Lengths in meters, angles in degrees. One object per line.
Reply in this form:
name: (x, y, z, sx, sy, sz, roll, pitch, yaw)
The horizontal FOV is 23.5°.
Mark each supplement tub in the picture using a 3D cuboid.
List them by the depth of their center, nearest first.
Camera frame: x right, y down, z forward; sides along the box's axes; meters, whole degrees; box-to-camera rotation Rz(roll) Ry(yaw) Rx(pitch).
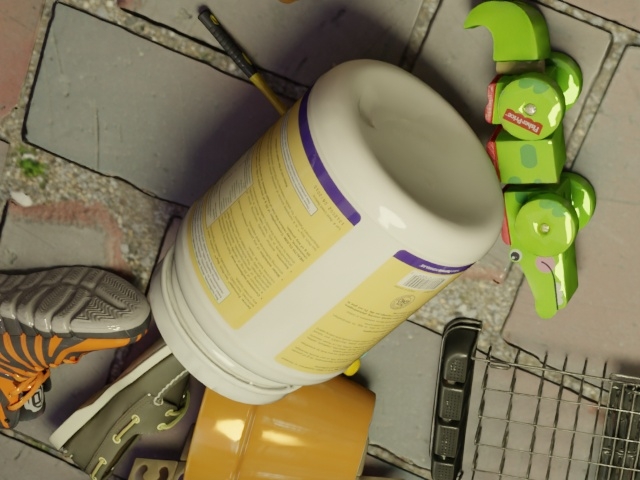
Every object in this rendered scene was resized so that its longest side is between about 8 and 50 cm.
supplement tub: (0.000, 0.000, 1.584, 0.241, 0.241, 0.331, 44, 124, -6)

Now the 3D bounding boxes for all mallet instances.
mallet: (-0.071, -0.172, 1.670, 0.039, 0.062, 0.189, -40, 98, 25)

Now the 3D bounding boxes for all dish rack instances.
dish rack: (0.259, 0.214, 1.749, 0.272, 0.074, 0.208, 9, 117, 10)

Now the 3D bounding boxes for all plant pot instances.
plant pot: (-0.042, 0.211, 1.767, 0.188, 0.205, 0.205, 15, 118, 0)

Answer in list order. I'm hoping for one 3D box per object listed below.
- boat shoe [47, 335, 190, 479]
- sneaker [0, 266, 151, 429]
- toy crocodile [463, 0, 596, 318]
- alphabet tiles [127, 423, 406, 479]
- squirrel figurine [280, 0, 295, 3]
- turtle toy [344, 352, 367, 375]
boat shoe: (-0.209, 0.191, 1.851, 0.091, 0.109, 0.305, 49, 124, -2)
sneaker: (-0.333, 0.135, 1.869, 0.321, 0.124, 0.180, 2, 119, 27)
toy crocodile: (0.218, -0.085, 1.597, 0.105, 0.115, 0.340, -2, 111, 23)
alphabet tiles: (-0.080, 0.336, 1.790, 0.343, 0.285, 0.011, 2, 137, 16)
squirrel figurine: (-0.018, -0.475, 1.440, 0.397, 0.281, 0.370, -35, 90, 13)
turtle toy: (0.033, 0.085, 1.754, 0.095, 0.066, 0.130, 38, 119, 24)
